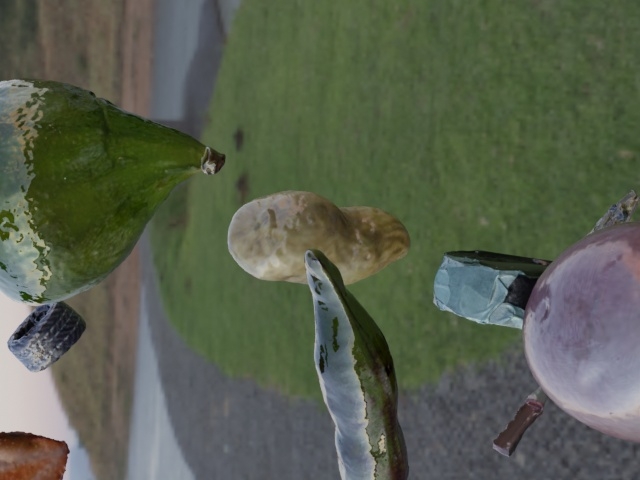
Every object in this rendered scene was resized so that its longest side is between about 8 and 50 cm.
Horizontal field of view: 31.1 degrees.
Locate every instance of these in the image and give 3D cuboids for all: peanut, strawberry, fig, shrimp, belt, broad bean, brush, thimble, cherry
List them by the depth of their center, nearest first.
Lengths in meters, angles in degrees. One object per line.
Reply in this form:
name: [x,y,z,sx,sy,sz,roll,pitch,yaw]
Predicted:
fig: [-0.203,-0.061,0.995,0.203,0.235,0.203,-23,-90,-89]
broad bean: [0.037,0.146,0.996,0.077,0.061,0.339,41,148,51]
cherry: [0.302,0.100,1.100,0.239,0.239,0.206,106,167,-50]
strawberry: [-0.363,0.265,1.252,0.082,0.187,0.146,30,148,62]
belt: [0.234,0.063,1.393,0.151,0.198,0.078,-131,51,-75]
brush: [0.319,0.188,1.549,0.301,0.084,0.071,-44,-40,-35]
peanut: [0.000,0.000,1.561,0.137,0.253,0.122,-48,42,46]
thimble: [-0.393,0.136,1.651,0.095,0.066,0.104,-10,37,56]
shrimp: [0.419,0.028,1.696,0.223,0.126,0.047,-62,39,20]
